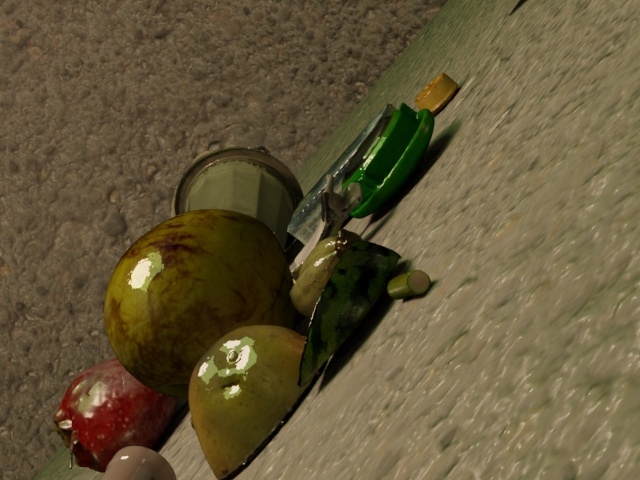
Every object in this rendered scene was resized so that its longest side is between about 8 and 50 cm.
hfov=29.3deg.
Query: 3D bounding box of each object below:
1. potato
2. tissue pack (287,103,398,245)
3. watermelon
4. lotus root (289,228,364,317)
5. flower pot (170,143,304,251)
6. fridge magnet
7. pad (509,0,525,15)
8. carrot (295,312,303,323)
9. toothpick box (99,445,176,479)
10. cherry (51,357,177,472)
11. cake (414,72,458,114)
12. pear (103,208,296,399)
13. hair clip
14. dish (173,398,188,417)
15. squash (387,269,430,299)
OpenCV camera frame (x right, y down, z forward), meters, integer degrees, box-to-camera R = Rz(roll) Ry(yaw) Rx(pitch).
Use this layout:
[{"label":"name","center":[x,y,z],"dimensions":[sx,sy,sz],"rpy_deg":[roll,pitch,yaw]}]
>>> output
[{"label":"potato","center":[-0.096,0.176,1.480],"dimensions":[0.202,0.117,0.182],"rpy_deg":[-49,10,-8]},{"label":"tissue pack","center":[0.058,-0.114,2.214],"dimensions":[0.257,0.081,0.185],"rpy_deg":[-48,7,22]},{"label":"watermelon","center":[0.037,0.073,1.447],"dimensions":[0.245,0.063,0.119],"rpy_deg":[-59,-11,-51]},{"label":"lotus root","center":[0.016,0.045,1.603],"dimensions":[0.183,0.077,0.090],"rpy_deg":[-53,12,56]},{"label":"flower pot","center":[-0.170,-0.017,2.497],"dimensions":[0.290,0.290,0.259],"rpy_deg":[-46,21,21]},{"label":"fridge magnet","center":[0.105,-0.126,1.937],"dimensions":[0.208,0.088,0.208],"rpy_deg":[-54,7,10]},{"label":"pad","center":[0.455,-0.529,2.308],"dimensions":[0.164,0.004,0.243],"rpy_deg":[-53,8,-34]},{"label":"carrot","center":[-0.072,0.135,1.854],"dimensions":[0.216,0.048,0.048],"rpy_deg":[-39,11,31]},{"label":"toothpick box","center":[-0.258,0.349,1.594],"dimensions":[0.098,0.098,0.149],"rpy_deg":[-45,8,31]},{"label":"cherry","center":[-0.341,0.291,2.120],"dimensions":[0.250,0.175,0.192],"rpy_deg":[-46,25,-7]},{"label":"cake","center":[0.210,-0.263,2.220],"dimensions":[0.084,0.044,0.084],"rpy_deg":[-47,8,9]},{"label":"pear","center":[-0.168,0.088,1.723],"dimensions":[0.283,0.283,0.283],"rpy_deg":[-48,7,8]},{"label":"hair clip","center":[0.002,-0.001,1.882],"dimensions":[0.159,0.071,0.218],"rpy_deg":[-76,11,-60]},{"label":"dish","center":[-0.283,0.271,2.268],"dimensions":[0.246,0.078,0.224],"rpy_deg":[-53,9,-30]},{"label":"squash","center":[0.093,0.049,1.327],"dimensions":[0.027,0.027,0.083],"rpy_deg":[-51,7,-15]}]
